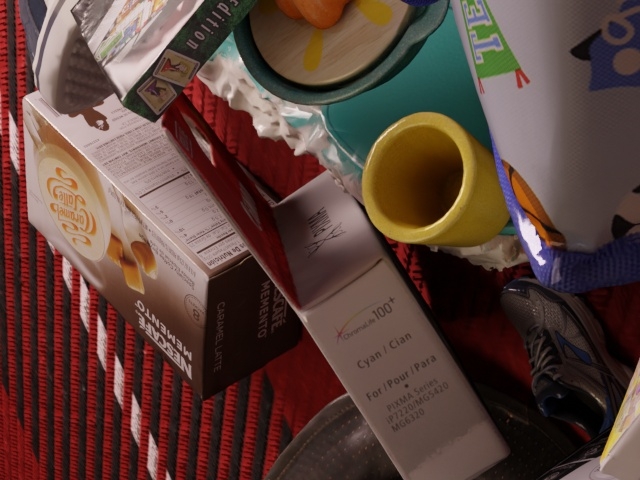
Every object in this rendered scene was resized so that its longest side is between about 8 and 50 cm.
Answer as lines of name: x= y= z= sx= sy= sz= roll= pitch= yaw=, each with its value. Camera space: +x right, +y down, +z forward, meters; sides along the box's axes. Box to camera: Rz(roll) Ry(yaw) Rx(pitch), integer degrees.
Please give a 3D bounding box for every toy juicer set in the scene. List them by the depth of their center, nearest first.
toy juicer set: x=0.032 y=-0.166 z=1.049 sx=0.209 sy=0.089 sz=0.329 roll=-50 pitch=56 yaw=16

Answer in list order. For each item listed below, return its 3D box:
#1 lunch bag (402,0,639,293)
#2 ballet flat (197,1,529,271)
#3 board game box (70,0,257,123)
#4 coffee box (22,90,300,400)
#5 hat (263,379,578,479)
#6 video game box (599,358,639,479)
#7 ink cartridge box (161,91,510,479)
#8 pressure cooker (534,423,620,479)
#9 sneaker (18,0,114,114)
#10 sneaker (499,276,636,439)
lunch bag: x=0.127 y=-0.219 z=0.750 sx=0.385 sy=0.238 sz=0.328 roll=-95 pitch=-3 yaw=-58
ballet flat: x=0.034 y=-0.096 z=1.189 sx=0.409 sy=0.147 sz=0.147 roll=39 pitch=144 yaw=37
board game box: x=-0.035 y=-0.193 z=1.058 sx=0.030 sy=0.260 sz=0.136 roll=36 pitch=-168 yaw=-30
coffee box: x=-0.126 y=-0.013 z=1.513 sx=0.246 sy=0.098 sz=0.141 roll=43 pitch=146 yaw=31
hat: x=0.082 y=0.263 z=1.328 sx=0.331 sy=0.331 sz=0.134 roll=45 pitch=-170 yaw=27
video game box: x=0.207 y=-0.004 z=0.890 sx=0.048 sy=0.205 sz=0.187 roll=28 pitch=145 yaw=1
ink cartridge box: x=0.000 y=0.000 z=1.178 sx=0.261 sy=0.066 sz=0.296 roll=56 pitch=-177 yaw=-13
pressure cooker: x=0.184 y=0.311 z=0.968 sx=0.375 sy=0.420 sz=0.370 roll=43 pitch=147 yaw=31
sneaker: x=-0.152 y=-0.234 z=1.344 sx=0.127 sy=0.126 sz=0.321 roll=46 pitch=137 yaw=18
sneaker: x=0.152 y=0.078 z=1.192 sx=0.135 sy=0.058 sz=0.052 roll=48 pitch=148 yaw=25
